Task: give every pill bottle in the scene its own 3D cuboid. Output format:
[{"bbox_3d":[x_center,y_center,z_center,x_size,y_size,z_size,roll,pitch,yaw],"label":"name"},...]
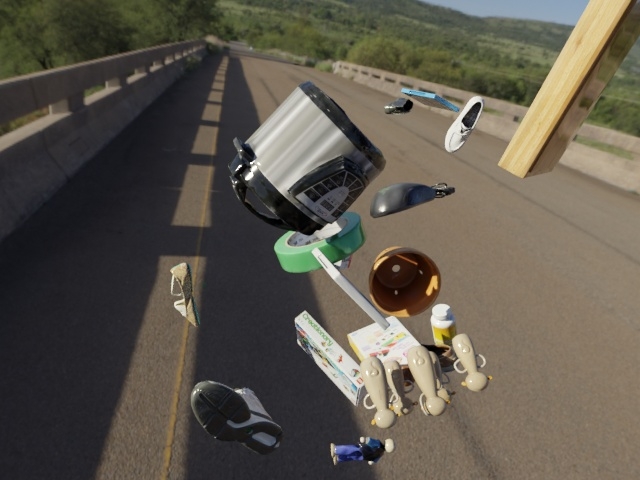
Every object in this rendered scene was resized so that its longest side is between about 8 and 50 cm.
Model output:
[{"bbox_3d":[0.614,0.422,2.243,0.117,0.208,0.117,-13,30,7],"label":"pill bottle"}]

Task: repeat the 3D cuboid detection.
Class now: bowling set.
[{"bbox_3d":[0.240,0.343,1.055,0.287,0.200,0.154,-15,60,0],"label":"bowling set"}]

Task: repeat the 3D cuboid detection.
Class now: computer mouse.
[{"bbox_3d":[0.221,-0.120,1.204,0.188,0.072,0.272,-12,5,41],"label":"computer mouse"}]

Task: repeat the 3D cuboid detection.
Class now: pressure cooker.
[{"bbox_3d":[-0.053,-0.219,1.397,0.370,0.420,0.375,47,11,0],"label":"pressure cooker"}]

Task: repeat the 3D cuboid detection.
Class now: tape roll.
[{"bbox_3d":[0.000,0.000,1.581,0.321,0.077,0.321,-19,18,6],"label":"tape roll"}]

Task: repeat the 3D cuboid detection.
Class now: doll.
[{"bbox_3d":[0.129,0.613,1.321,0.189,0.129,0.046,-9,32,5],"label":"doll"}]

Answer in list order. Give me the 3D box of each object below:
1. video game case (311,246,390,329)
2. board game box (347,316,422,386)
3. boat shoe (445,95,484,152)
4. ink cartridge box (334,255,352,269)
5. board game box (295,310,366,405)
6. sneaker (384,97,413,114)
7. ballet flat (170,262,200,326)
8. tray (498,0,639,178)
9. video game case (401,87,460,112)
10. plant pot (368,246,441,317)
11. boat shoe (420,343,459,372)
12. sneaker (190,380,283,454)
[{"bbox_3d":[0.076,0.124,1.251,0.204,0.025,0.285,46,0,-17],"label":"video game case"},{"bbox_3d":[0.288,0.469,1.931,0.242,0.064,0.316,-20,28,-11],"label":"board game box"},{"bbox_3d":[0.443,-0.348,1.380,0.066,0.184,0.063,33,29,1],"label":"boat shoe"},{"bbox_3d":[0.092,0.068,1.638,0.029,0.063,0.115,21,13,29],"label":"ink cartridge box"},{"bbox_3d":[0.034,0.389,1.482,0.053,0.193,0.305,-36,62,-23],"label":"board game box"},{"bbox_3d":[0.282,-0.457,1.539,0.089,0.051,0.170,7,26,37],"label":"sneaker"},{"bbox_3d":[-0.415,0.169,1.372,0.067,0.206,0.073,-11,11,-17],"label":"ballet flat"},{"bbox_3d":[0.559,-0.337,0.981,0.203,0.411,0.076,-16,45,-45],"label":"tray"},{"bbox_3d":[0.351,-0.450,1.446,0.119,0.015,0.166,15,15,-34],"label":"video game case"},{"bbox_3d":[0.334,0.149,1.895,0.291,0.291,0.203,8,16,-6],"label":"plant pot"},{"bbox_3d":[0.440,0.510,1.996,0.324,0.116,0.123,-11,30,22],"label":"boat shoe"},{"bbox_3d":[-0.356,0.648,1.756,0.169,0.447,0.257,-48,32,-11],"label":"sneaker"}]
